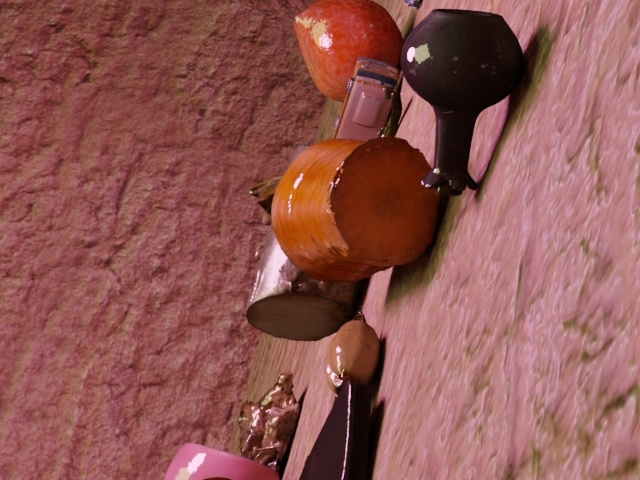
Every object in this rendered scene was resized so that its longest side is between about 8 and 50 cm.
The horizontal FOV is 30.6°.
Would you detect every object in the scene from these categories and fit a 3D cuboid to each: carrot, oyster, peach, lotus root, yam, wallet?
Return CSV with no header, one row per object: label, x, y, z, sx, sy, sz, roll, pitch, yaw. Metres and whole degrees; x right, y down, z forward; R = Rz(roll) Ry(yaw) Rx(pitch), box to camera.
carrot,0.061,-0.037,1.419,0.254,0.196,0.196,-175,103,-74
oyster,-0.116,0.409,2.072,0.221,0.096,0.361,-101,26,-66
peach,0.046,-0.375,2.264,0.232,0.232,0.232,-162,90,-85
lotus root,0.040,0.143,1.429,0.073,0.062,0.150,-61,8,30
yam,0.000,0.000,1.793,0.168,0.168,0.304,126,161,-75
wallet,0.005,0.299,1.386,0.309,0.042,0.165,112,172,-50

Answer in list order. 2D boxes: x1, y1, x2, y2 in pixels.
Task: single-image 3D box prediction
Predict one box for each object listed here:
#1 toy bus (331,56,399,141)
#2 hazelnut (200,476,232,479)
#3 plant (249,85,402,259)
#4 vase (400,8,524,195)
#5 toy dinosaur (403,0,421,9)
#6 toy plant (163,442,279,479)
toy bus,0.080,-0.234,2.159,0.103,0.091,0.182,-83,10,-55
hazelnut,-0.130,0.448,1.609,0.234,0.218,0.218,-49,-14,-48
plant,0.051,-0.071,1.995,0.180,0.333,0.251,65,-168,25
vase,0.135,-0.134,1.157,0.120,0.120,0.183,-91,5,-75
toy dinosaur,0.180,-0.470,2.239,0.083,0.030,0.047,-88,18,-69
toy plant,-0.183,0.520,1.883,0.317,0.210,0.356,48,-131,-57
